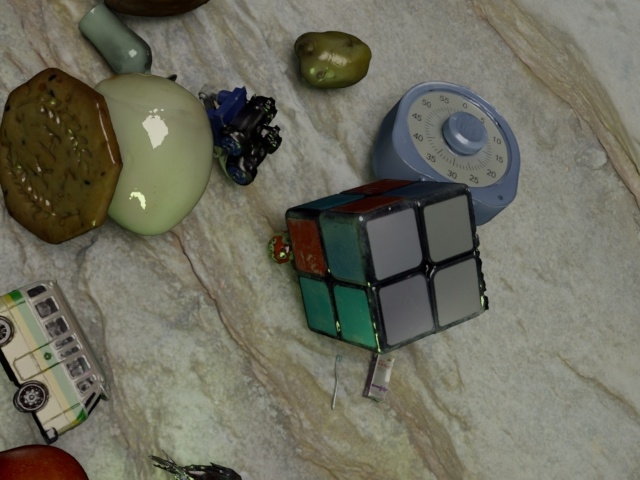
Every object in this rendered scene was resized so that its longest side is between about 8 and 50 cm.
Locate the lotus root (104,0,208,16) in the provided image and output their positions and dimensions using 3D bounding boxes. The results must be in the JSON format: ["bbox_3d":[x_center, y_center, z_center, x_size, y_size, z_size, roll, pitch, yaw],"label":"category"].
[{"bbox_3d":[-0.382,-0.660,1.726,0.250,0.316,0.316,-35,93,-36],"label":"lotus root"}]

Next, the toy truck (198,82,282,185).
[{"bbox_3d":[-0.204,-0.248,1.784,0.177,0.213,0.161,19,55,20],"label":"toy truck"}]

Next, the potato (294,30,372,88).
[{"bbox_3d":[0.032,-0.462,1.959,0.200,0.137,0.155,3,77,-21],"label":"potato"}]

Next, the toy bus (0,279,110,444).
[{"bbox_3d":[-0.552,0.239,1.550,0.179,0.143,0.305,-27,89,-27],"label":"toy bus"}]

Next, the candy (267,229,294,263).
[{"bbox_3d":[0.001,-0.001,1.885,0.287,0.084,0.078,-11,92,-32],"label":"candy"}]

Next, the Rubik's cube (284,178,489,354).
[{"bbox_3d":[0.146,0.045,1.742,0.313,0.318,0.316,-18,103,-29],"label":"Rubik's cube"}]

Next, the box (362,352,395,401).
[{"bbox_3d":[0.143,0.333,1.886,0.050,0.036,0.117,21,71,-19],"label":"box"}]

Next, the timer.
[{"bbox_3d":[0.340,-0.254,1.992,0.395,0.173,0.395,10,60,-19],"label":"timer"}]

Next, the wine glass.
[{"bbox_3d":[-0.445,-0.430,1.769,0.231,0.103,0.103,47,65,-3],"label":"wine glass"}]

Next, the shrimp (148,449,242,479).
[{"bbox_3d":[-0.222,0.567,1.615,0.372,0.137,0.172,30,52,-16],"label":"shrimp"}]

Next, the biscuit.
[{"bbox_3d":[-0.543,-0.167,1.562,0.046,0.359,0.359,-10,81,-58],"label":"biscuit"}]

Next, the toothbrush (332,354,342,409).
[{"bbox_3d":[0.038,0.341,1.853,0.013,0.011,0.131,8,75,0],"label":"toothbrush"}]

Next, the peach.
[{"bbox_3d":[-0.541,0.498,1.431,0.245,0.248,0.275,-46,140,-52],"label":"peach"}]

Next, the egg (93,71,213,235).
[{"bbox_3d":[-0.369,-0.183,1.648,0.283,0.283,0.345,-5,104,-24],"label":"egg"}]
